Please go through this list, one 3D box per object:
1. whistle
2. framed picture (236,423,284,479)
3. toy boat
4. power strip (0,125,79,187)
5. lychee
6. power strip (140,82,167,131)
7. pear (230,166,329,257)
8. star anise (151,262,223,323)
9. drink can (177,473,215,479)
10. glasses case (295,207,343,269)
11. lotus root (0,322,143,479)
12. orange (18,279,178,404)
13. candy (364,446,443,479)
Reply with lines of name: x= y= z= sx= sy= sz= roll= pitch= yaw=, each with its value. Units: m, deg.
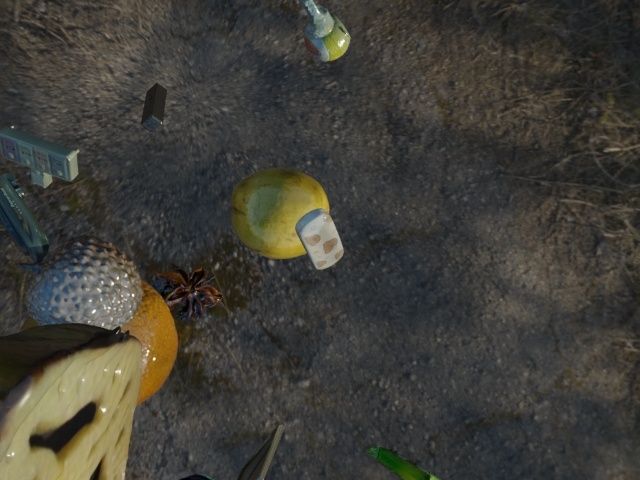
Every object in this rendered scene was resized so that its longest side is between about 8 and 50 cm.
whistle: x=-0.004 y=-0.522 z=1.530 sx=0.123 sy=0.123 sz=0.223 roll=-48 pitch=149 yaw=2
framed picture: x=-0.192 y=0.637 z=1.697 sx=0.023 sy=0.189 sz=0.260 roll=34 pitch=122 yaw=-4
toy boat: x=-0.694 y=-0.038 z=1.399 sx=0.103 sy=0.093 sz=0.246 roll=-30 pitch=77 yaw=-26
power strip: x=-0.771 y=-0.218 z=1.703 sx=0.215 sy=0.061 sz=0.145 roll=21 pitch=132 yaw=4
lychee: x=-0.373 y=0.069 z=0.951 sx=0.197 sy=0.165 sz=0.165 roll=33 pitch=95 yaw=-7
power strip: x=-0.321 y=-0.258 z=1.191 sx=0.038 sy=0.111 sz=0.029 roll=-32 pitch=132 yaw=27
pear: x=-0.129 y=-0.088 z=1.924 sx=0.314 sy=0.314 sz=0.315 roll=-2 pitch=103 yaw=-11
star anise: x=-0.414 y=0.168 z=1.891 sx=0.220 sy=0.190 sz=0.126 roll=18 pitch=120 yaw=-33
drink can: x=-0.238 y=0.486 z=1.031 sx=0.118 sy=0.205 sz=0.118 roll=3 pitch=104 yaw=12
glasses case: x=0.000 y=0.000 z=1.060 sx=0.063 sy=0.041 sz=0.164 roll=-32 pitch=150 yaw=-6
lotus root: x=-0.261 y=0.232 z=0.533 sx=0.111 sy=0.375 sz=0.391 roll=16 pitch=132 yaw=8
orange: x=-0.498 y=0.243 z=1.368 sx=0.357 sy=0.322 sz=0.322 roll=-32 pitch=107 yaw=-19
candy: x=0.140 y=0.336 z=0.868 sx=0.102 sy=0.178 sz=0.032 roll=37 pitch=76 yaw=-14
